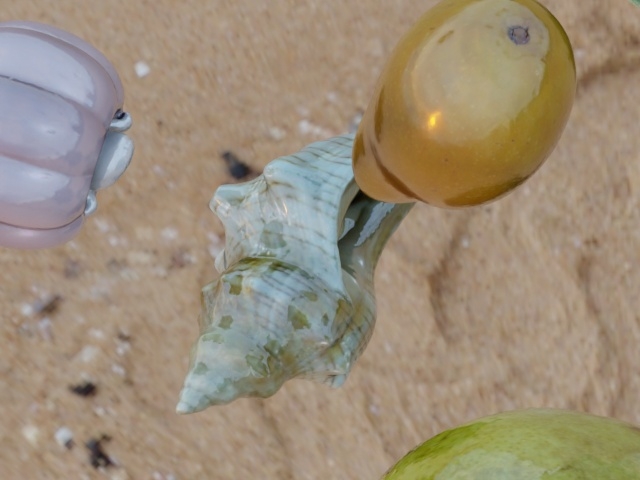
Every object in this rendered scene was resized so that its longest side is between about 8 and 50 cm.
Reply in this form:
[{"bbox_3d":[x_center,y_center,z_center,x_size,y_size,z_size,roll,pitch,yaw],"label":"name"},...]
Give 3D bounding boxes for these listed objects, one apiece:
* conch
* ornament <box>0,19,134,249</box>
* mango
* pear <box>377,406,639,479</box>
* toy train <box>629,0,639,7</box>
[{"bbox_3d":[-0.013,-0.004,1.477,0.169,0.203,0.386,19,59,11],"label":"conch"},{"bbox_3d":[-0.223,-0.079,1.343,0.177,0.177,0.177,-4,65,10],"label":"ornament"},{"bbox_3d":[0.064,-0.060,0.810,0.085,0.184,0.102,27,76,-5],"label":"mango"},{"bbox_3d":[0.144,0.256,1.153,0.304,0.304,0.304,-4,65,10],"label":"pear"},{"bbox_3d":[0.318,-0.214,1.086,0.271,0.188,0.159,-26,47,26],"label":"toy train"}]
